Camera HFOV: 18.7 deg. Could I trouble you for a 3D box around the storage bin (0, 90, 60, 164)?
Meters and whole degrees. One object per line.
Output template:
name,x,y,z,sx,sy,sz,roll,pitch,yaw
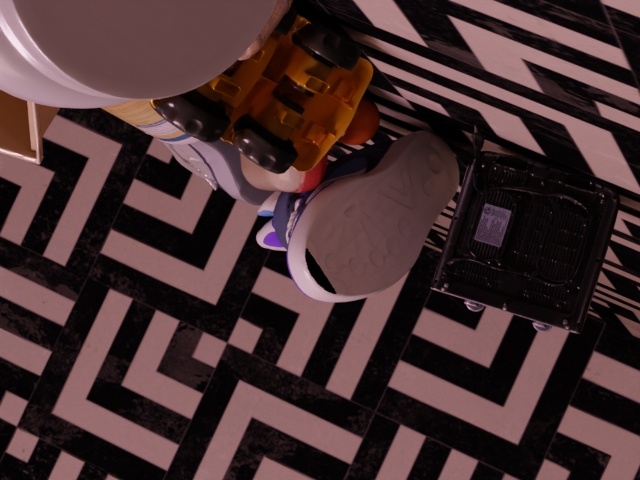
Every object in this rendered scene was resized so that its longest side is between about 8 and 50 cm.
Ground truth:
storage bin,-0.366,-0.237,1.838,0.262,0.123,0.260,17,140,12

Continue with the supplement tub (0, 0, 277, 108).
supplement tub,-0.183,-0.207,1.226,0.228,0.228,0.316,27,176,-37

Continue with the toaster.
toaster,0.220,-0.004,2.060,0.168,0.185,0.110,16,178,9

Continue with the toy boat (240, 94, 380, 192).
toy boat,-0.008,-0.132,2.167,0.151,0.151,0.231,-4,-176,-15

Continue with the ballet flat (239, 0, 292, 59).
ballet flat,-0.147,-0.235,1.571,0.316,0.106,0.107,28,176,-37

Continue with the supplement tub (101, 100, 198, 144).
supplement tub,-0.194,-0.201,2.113,0.144,0.144,0.200,22,176,43

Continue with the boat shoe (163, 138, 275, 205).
boat shoe,-0.175,-0.162,2.686,0.156,0.136,0.367,23,173,31

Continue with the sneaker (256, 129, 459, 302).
sneaker,0.000,-0.001,2.198,0.236,0.323,0.130,-23,104,40

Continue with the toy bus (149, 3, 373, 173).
toy bus,-0.093,-0.182,1.843,0.220,0.149,0.211,24,-169,-42
